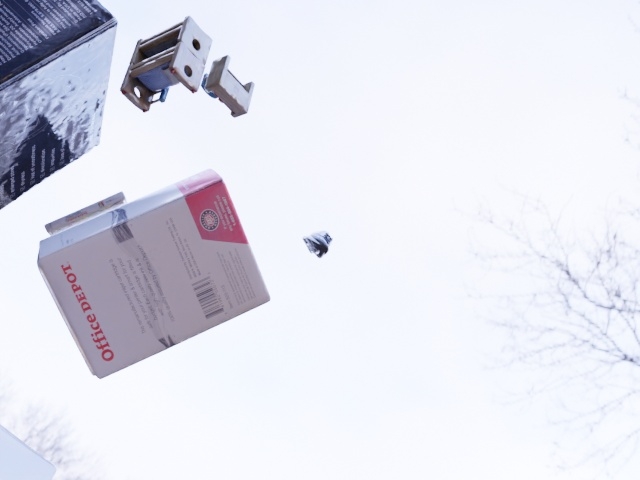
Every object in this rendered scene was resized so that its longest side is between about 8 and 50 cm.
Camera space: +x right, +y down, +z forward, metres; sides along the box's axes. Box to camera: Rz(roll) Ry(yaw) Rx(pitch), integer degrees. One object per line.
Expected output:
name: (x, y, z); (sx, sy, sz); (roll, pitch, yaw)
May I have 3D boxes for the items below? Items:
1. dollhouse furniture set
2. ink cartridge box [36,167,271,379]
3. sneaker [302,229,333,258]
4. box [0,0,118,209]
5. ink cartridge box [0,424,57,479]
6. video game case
dollhouse furniture set: (-0.232, -0.270, 1.438); (0.129, 0.129, 0.183); (-14, -39, 33)
ink cartridge box: (-0.246, 0.044, 1.203); (0.207, 0.282, 0.117); (70, -12, -20)
sneaker: (0.000, 0.000, 1.309); (0.043, 0.109, 0.040); (-28, -78, -6)
box: (-0.725, -0.305, 1.734); (0.297, 0.472, 0.480); (42, -33, 5)
ink cartridge box: (-0.445, 0.348, 0.854); (0.131, 0.226, 0.306); (42, -59, -12)
video game case: (-0.589, -0.047, 2.090); (0.026, 0.206, 0.227); (63, -12, 8)
